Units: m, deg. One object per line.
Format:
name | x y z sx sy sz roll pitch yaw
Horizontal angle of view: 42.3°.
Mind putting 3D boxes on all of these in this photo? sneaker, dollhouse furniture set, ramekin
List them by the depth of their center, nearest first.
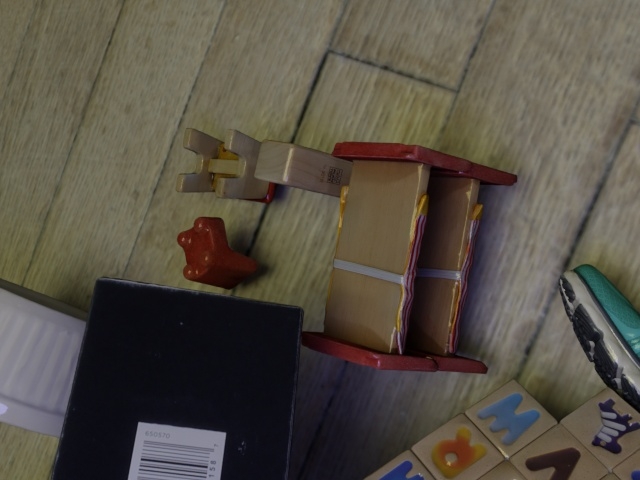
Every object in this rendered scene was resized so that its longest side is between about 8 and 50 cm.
sneaker | 0.317 0.117 0.699 0.110 0.107 0.275 -43 69 -2
dollhouse furniture set | 0.000 0.000 0.875 0.374 0.152 0.201 11 91 48
ramekin | -0.350 0.129 0.980 0.273 0.273 0.127 18 81 30

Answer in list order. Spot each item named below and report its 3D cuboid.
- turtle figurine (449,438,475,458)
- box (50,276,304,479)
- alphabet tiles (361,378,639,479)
turtle figurine | 0.165 0.319 0.691 0.275 0.198 0.266 -44 60 13
box | -0.140 0.259 0.732 0.179 0.312 0.343 9 60 -7
alphabet tiles | 0.151 0.255 0.609 0.343 0.011 0.285 -30 49 -16
